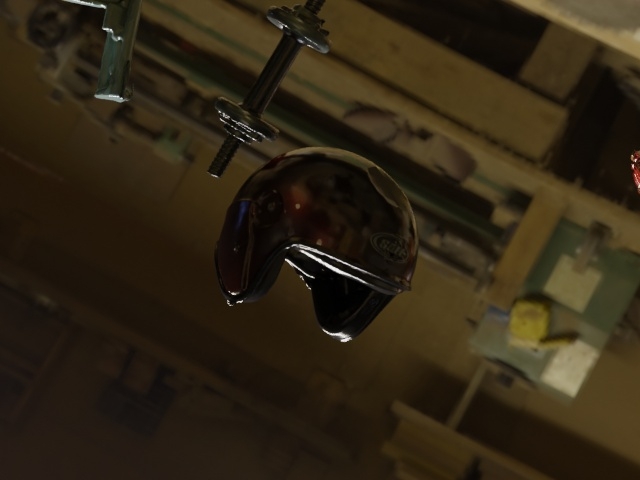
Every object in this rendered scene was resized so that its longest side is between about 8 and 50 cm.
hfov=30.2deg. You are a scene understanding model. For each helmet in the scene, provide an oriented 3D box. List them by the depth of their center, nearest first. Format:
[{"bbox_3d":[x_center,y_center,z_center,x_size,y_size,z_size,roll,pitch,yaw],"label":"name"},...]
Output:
[{"bbox_3d":[0.000,0.000,1.231,0.189,0.193,0.216,25,171,-41],"label":"helmet"}]

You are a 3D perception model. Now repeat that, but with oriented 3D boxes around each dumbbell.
[{"bbox_3d":[-0.051,-0.179,1.279,0.081,0.254,0.081,31,-177,-2],"label":"dumbbell"}]

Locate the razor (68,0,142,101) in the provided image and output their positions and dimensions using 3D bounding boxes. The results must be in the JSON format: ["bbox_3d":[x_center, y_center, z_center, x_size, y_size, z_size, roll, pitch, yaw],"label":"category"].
[{"bbox_3d":[-0.108,-0.083,0.278,0.037,0.068,0.191,10,180,32],"label":"razor"}]

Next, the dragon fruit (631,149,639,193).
[{"bbox_3d":[0.478,-0.081,1.525,0.133,0.150,0.207,53,146,-9],"label":"dragon fruit"}]
